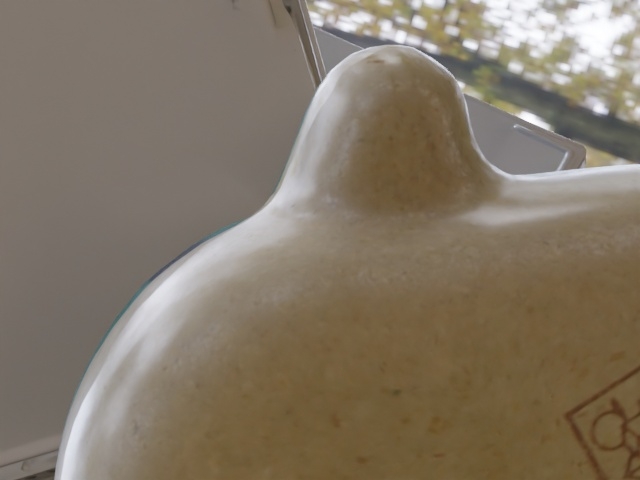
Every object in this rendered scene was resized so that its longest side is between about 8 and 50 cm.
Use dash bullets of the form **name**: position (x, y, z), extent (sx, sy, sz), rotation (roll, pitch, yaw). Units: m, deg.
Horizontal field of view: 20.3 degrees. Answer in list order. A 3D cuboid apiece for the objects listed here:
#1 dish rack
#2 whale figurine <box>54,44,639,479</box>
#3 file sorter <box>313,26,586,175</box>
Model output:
- **dish rack**: position (-0.140, -0.021, 0.773), extent (0.332, 0.072, 0.286), rotation (-16, -90, -15)
- **whale figurine**: position (0.060, 0.043, 0.474), extent (0.272, 0.141, 0.216), rotation (-33, -80, -3)
- **file sorter**: position (0.000, 0.000, 1.119), extent (0.193, 0.277, 0.173), rotation (-59, -18, -15)
